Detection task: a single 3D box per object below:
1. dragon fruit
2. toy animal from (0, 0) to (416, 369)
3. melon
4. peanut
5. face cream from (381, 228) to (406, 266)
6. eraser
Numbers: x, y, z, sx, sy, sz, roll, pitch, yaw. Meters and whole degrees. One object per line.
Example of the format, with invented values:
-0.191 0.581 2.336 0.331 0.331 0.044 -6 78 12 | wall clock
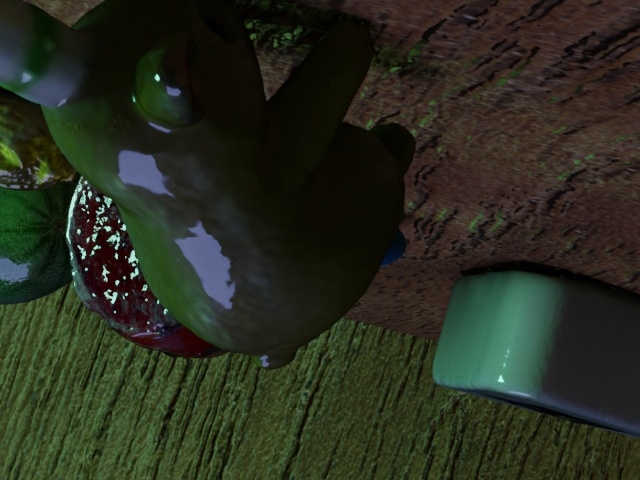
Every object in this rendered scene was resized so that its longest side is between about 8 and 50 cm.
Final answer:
-0.112 -0.015 1.607 0.282 0.211 0.147 -23 160 33 | dragon fruit
-0.075 -0.078 1.124 0.181 0.180 0.363 4 148 26 | toy animal
-0.356 -0.025 2.066 0.288 0.182 0.182 10 173 41 | melon
-0.313 -0.099 1.744 0.207 0.087 0.087 16 174 -3 | peanut
0.000 0.000 2.018 0.139 0.067 0.285 12 174 -8 | face cream
0.304 0.135 2.200 0.331 0.149 0.331 12 174 1 | eraser
